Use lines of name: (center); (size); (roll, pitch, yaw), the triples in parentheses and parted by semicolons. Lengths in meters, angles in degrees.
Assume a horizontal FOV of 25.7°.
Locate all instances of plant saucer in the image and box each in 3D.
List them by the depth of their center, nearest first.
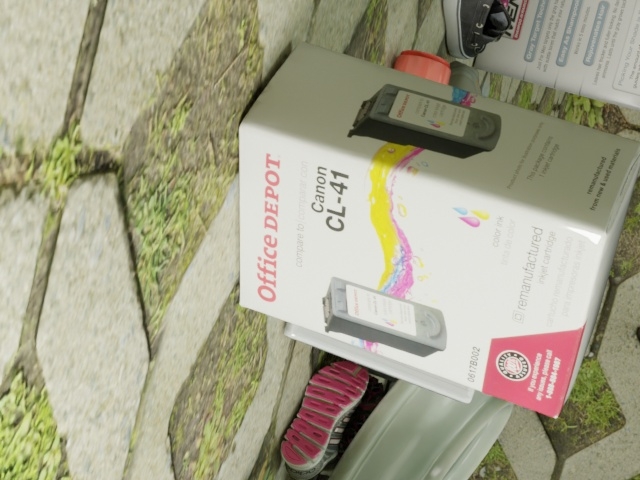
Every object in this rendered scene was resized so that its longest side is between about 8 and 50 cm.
plant saucer: (0.143, 0.257, 1.773); (0.400, 0.100, 0.400); (-45, 160, -21)

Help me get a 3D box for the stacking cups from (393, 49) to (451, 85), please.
stacking cups: (0.080, -0.049, 1.542); (0.096, 0.096, 0.316); (48, 59, -74)

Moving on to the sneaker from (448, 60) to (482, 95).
sneaker: (0.190, -0.130, 1.890); (0.262, 0.099, 0.121); (89, 18, -54)

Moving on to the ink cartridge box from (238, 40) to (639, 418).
ink cartridge box: (0.092, -0.008, 1.182); (0.226, 0.306, 0.131); (93, 20, -44)

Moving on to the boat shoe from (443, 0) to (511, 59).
boat shoe: (0.208, -0.288, 1.804); (0.228, 0.076, 0.080); (63, 45, -71)

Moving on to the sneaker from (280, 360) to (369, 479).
sneaker: (0.003, 0.213, 1.622); (0.075, 0.063, 0.170); (95, 21, -47)

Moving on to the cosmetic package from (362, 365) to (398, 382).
cosmetic package: (0.148, 0.088, 1.929); (0.085, 0.117, 0.231); (87, 25, -59)

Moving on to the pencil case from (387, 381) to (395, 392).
pencil case: (0.122, 0.344, 2.134); (0.124, 0.113, 0.273); (42, 64, -51)

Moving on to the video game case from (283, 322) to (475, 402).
video game case: (0.093, 0.040, 1.483); (0.026, 0.227, 0.206); (-3, -114, 67)

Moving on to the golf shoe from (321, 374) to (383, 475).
golf shoe: (0.033, 0.247, 1.765); (0.186, 0.067, 0.086); (-52, 156, -57)

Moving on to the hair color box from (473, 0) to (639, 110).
hair color box: (0.433, -0.297, 2.052); (0.113, 0.374, 0.185); (-27, 132, -71)

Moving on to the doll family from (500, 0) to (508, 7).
doll family: (0.272, -0.442, 1.864); (0.263, 0.118, 0.163); (-43, 159, -30)
